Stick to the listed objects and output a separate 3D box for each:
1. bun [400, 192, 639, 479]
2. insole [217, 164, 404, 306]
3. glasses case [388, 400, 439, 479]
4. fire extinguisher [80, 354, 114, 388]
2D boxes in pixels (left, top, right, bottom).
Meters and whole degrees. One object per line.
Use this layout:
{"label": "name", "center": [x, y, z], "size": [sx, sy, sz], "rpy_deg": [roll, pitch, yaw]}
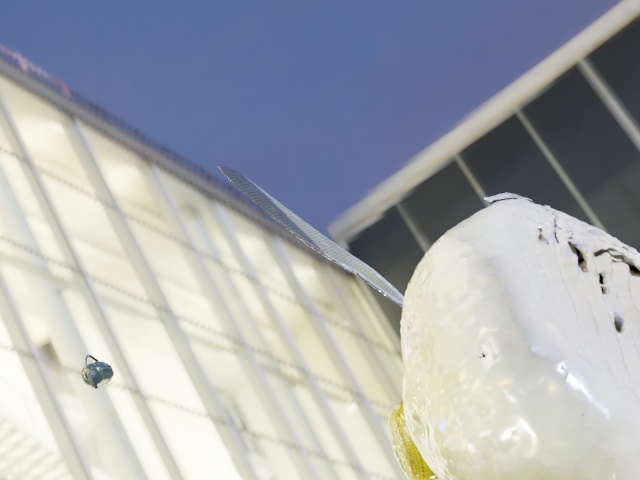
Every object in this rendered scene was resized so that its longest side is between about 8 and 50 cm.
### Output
{"label": "bun", "center": [0.157, 0.099, 0.941], "size": [0.273, 0.273, 0.168], "rpy_deg": [5, -51, -47]}
{"label": "insole", "center": [0.000, 0.000, 1.378], "size": [0.007, 0.109, 0.322], "rpy_deg": [-48, -36, 6]}
{"label": "glasses case", "center": [0.165, 0.139, 1.302], "size": [0.234, 0.079, 0.064], "rpy_deg": [-18, 1, -24]}
{"label": "fire extinguisher", "center": [-0.243, 0.141, 1.656], "size": [0.025, 0.038, 0.083], "rpy_deg": [-23, -3, 1]}
